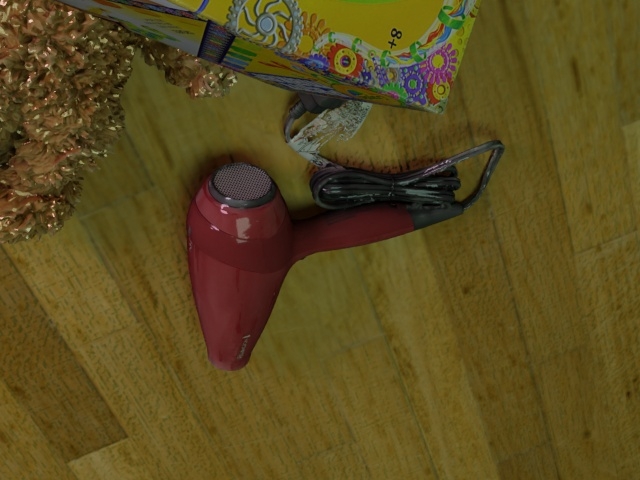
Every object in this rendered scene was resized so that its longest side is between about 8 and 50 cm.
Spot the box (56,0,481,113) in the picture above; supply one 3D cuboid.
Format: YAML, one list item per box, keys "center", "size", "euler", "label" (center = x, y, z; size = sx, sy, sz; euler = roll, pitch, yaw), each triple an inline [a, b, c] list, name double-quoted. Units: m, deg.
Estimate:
- center: [-0.046, -0.248, 0.588]
  size: [0.279, 0.177, 0.290]
  euler: [17, 92, -31]
  label: "box"

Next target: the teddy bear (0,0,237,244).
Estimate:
- center: [-0.174, -0.122, 0.764]
  size: [0.338, 0.113, 0.245]
  euler: [-41, 131, 16]
  label: "teddy bear"

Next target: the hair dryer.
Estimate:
- center: [0.000, 0.000, 0.943]
  size: [0.293, 0.080, 0.224]
  euler: [-44, 129, 18]
  label: "hair dryer"
